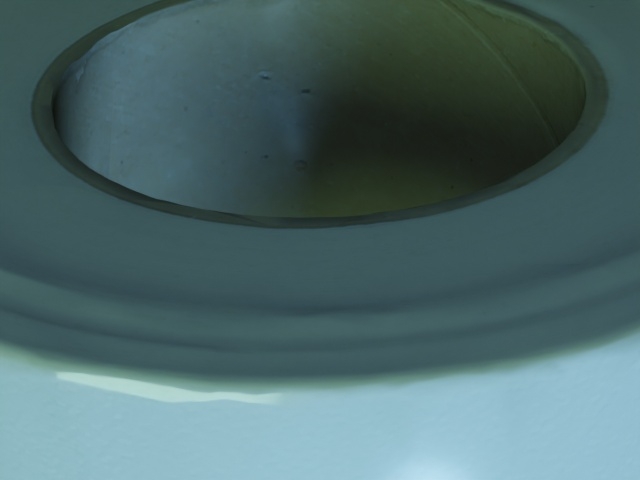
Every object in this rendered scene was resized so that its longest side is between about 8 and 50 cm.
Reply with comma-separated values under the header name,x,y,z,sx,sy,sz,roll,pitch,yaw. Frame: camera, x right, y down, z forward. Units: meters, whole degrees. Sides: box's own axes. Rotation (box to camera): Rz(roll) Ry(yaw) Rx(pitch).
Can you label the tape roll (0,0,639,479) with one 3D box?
name,x,y,z,sx,sy,sz,roll,pitch,yaw
tape roll,0.000,0.000,0.517,0.286,0.286,0.100,13,124,24
